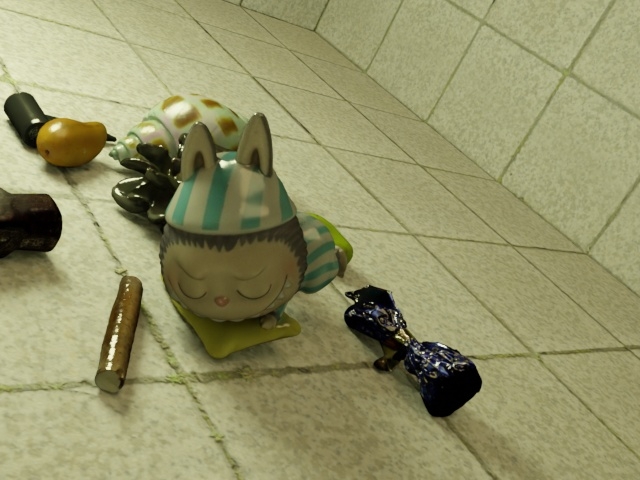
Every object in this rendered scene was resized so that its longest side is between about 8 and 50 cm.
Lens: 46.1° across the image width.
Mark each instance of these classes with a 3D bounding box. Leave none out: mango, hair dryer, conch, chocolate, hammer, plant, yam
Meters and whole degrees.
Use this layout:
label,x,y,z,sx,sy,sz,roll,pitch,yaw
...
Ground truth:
label,x,y,z,sx,sy,sz,roll,pitch,yaw
mango,-0.512,-0.205,1.559,0.085,0.102,0.184,1,13,19
hair dryer,-0.548,-0.242,1.645,0.255,0.070,0.128,10,30,-46
conch,-0.293,-0.227,1.734,0.368,0.197,0.249,12,-9,-24
chocolate,0.153,0.194,1.475,0.148,0.126,0.343,-35,52,-18
mango,-0.003,0.001,1.712,0.163,0.089,0.117,35,25,13
hammer,-0.604,-0.142,1.251,0.242,0.095,0.409,1,48,-46
plant,-0.262,-0.112,1.530,0.276,0.188,0.199,0,36,-47
yam,-0.308,0.133,1.167,0.046,0.046,0.264,21,26,-17

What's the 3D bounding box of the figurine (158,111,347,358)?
label,x,y,z,sx,sy,sz,roll,pitch,yaw
figurine,-0.088,-0.039,1.277,0.266,0.378,0.361,36,42,25
